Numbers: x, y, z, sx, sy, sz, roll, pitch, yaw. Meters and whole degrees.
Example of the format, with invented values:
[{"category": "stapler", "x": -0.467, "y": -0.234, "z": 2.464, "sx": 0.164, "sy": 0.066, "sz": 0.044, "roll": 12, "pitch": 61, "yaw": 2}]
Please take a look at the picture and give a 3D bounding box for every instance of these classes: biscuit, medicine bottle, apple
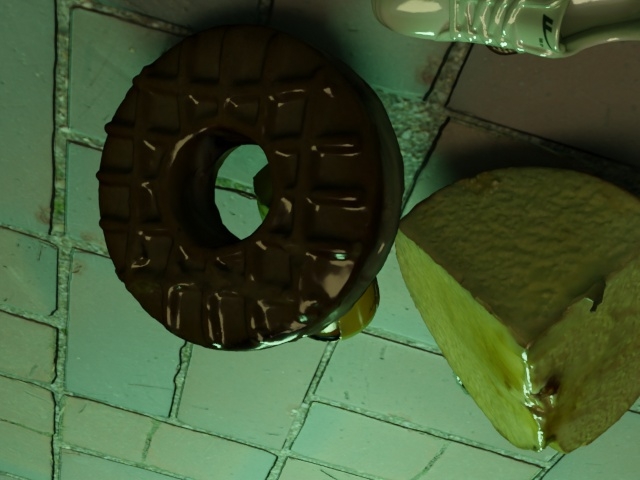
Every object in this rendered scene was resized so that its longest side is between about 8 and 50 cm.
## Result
[{"category": "biscuit", "x": -0.076, "y": -0.050, "z": 0.862, "sx": 0.332, "sy": 0.331, "sz": 0.103, "roll": -10, "pitch": 177, "yaw": 23}, {"category": "medicine bottle", "x": 0.000, "y": 0.000, "z": 1.003, "sx": 0.124, "sy": 0.124, "sz": 0.238, "roll": 1, "pitch": 135, "yaw": 14}, {"category": "apple", "x": 0.240, "y": 0.088, "z": 0.944, "sx": 0.314, "sy": 0.252, "sz": 0.309, "roll": -2, "pitch": 147, "yaw": 19}]

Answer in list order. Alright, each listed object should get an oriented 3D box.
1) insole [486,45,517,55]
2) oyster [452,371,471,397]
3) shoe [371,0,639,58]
[{"category": "insole", "x": 0.122, "y": -0.261, "z": 0.775, "sx": 0.086, "sy": 0.005, "sz": 0.253, "roll": -25, "pitch": 125, "yaw": 35}, {"category": "oyster", "x": 0.226, "y": 0.203, "z": 1.232, "sx": 0.098, "sy": 0.037, "sz": 0.100, "roll": 28, "pitch": 160, "yaw": 11}, {"category": "shoe", "x": 0.172, "y": -0.206, "z": 0.739, "sx": 0.265, "sy": 0.110, "sz": 0.095, "roll": -5, "pitch": 134, "yaw": 12}]
